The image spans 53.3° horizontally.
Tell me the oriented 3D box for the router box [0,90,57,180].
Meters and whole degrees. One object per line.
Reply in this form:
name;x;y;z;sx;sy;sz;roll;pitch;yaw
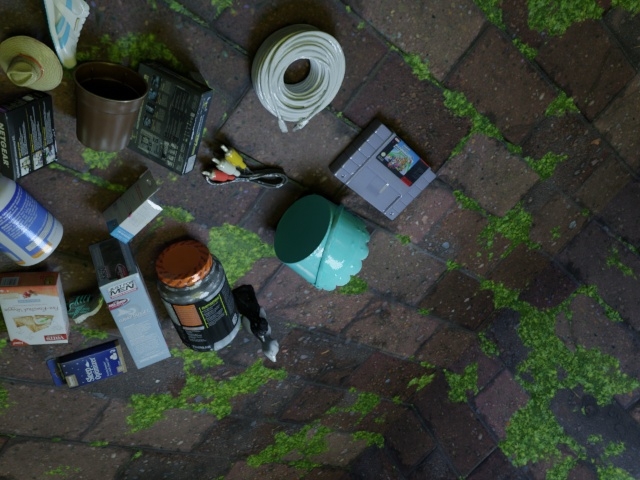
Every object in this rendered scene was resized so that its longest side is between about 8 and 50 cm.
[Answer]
router box;-0.684;-0.244;1.485;0.133;0.046;0.178;-46;154;-50

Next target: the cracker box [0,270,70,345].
cracker box;-0.808;0.195;1.804;0.156;0.067;0.232;-2;130;-11

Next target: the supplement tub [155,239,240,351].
supplement tub;-0.379;0.172;1.968;0.207;0.207;0.338;-22;136;-13

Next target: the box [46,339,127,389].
box;-0.756;0.410;2.073;0.225;0.036;0.136;-15;133;-18

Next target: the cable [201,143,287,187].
cable;-0.221;-0.183;1.852;0.287;0.072;0.139;23;119;-42

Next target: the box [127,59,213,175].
box;-0.379;-0.301;1.579;0.059;0.183;0.232;-47;161;-59

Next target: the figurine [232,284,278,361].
figurine;-0.213;0.292;2.171;0.092;0.209;0.214;-27;137;-8

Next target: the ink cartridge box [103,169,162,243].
ink cartridge box;-0.499;-0.092;1.737;0.181;0.104;0.061;-41;137;7

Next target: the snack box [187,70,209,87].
snack box;-0.325;-0.345;1.625;0.037;0.100;0.141;2;127;-31

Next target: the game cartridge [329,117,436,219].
game cartridge;0.215;-0.225;2.092;0.230;0.068;0.355;-43;136;15

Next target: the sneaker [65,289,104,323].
sneaker;-0.699;0.187;1.871;0.166;0.065;0.076;-33;128;26

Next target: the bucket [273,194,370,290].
bucket;0.000;0.000;2.012;0.281;0.281;0.183;-47;131;13

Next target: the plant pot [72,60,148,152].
plant pot;-0.508;-0.310;1.512;0.167;0.167;0.165;-1;136;-31

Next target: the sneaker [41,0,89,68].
sneaker;-0.548;-0.482;1.381;0.092;0.087;0.228;-16;136;-25

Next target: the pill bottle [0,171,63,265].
pill bottle;-0.776;-0.070;1.555;0.152;0.152;0.272;-33;136;-2

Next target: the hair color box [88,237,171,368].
hair color box;-0.558;0.186;1.885;0.114;0.185;0.374;-21;135;-14

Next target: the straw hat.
straw hat;-0.645;-0.369;1.390;0.145;0.061;0.144;5;135;5

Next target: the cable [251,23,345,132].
cable;-0.057;-0.448;1.708;0.257;0.089;0.257;-35;136;-1
